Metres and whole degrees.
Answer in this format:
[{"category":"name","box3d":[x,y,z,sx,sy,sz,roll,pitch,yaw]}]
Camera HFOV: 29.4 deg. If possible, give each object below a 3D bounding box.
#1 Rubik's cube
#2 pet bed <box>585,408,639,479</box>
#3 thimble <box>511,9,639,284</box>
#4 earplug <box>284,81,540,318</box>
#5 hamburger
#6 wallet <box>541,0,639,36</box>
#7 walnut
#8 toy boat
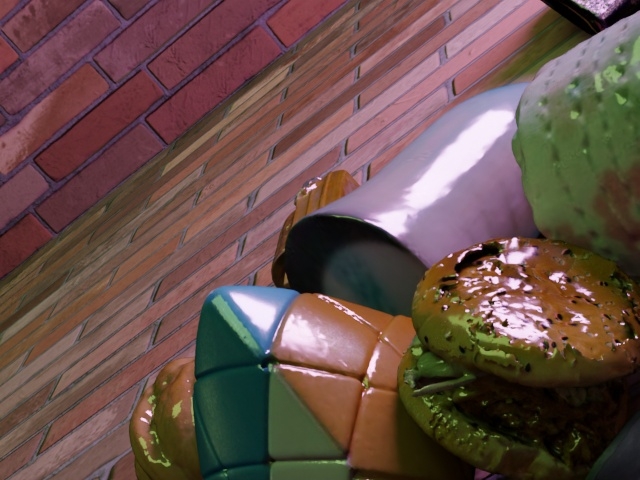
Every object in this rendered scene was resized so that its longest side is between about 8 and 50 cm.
[{"category":"Rubik's cube","box3d":[0.011,0.189,0.886,0.254,0.254,0.254,-38,17,13]},{"category":"pet bed","box3d":[0.226,0.128,0.662,0.201,0.053,0.201,-39,17,14]},{"category":"thimble","box3d":[0.252,-0.064,0.895,0.149,0.185,0.211,-27,54,45]},{"category":"earplug","box3d":[0.132,-0.040,1.128,0.185,0.185,0.324,-20,21,52]},{"category":"hamburger","box3d":[0.134,0.071,0.808,0.186,0.113,0.177,-8,36,-37]},{"category":"wallet","box3d":[0.341,-0.373,1.491,0.221,0.071,0.262,-44,52,-1]},{"category":"walnut","box3d":[-0.103,0.185,1.120,0.166,0.149,0.166,-167,90,-71]},{"category":"toy boat","box3d":[0.000,0.000,1.443,0.115,0.089,0.310,-40,16,16]}]
